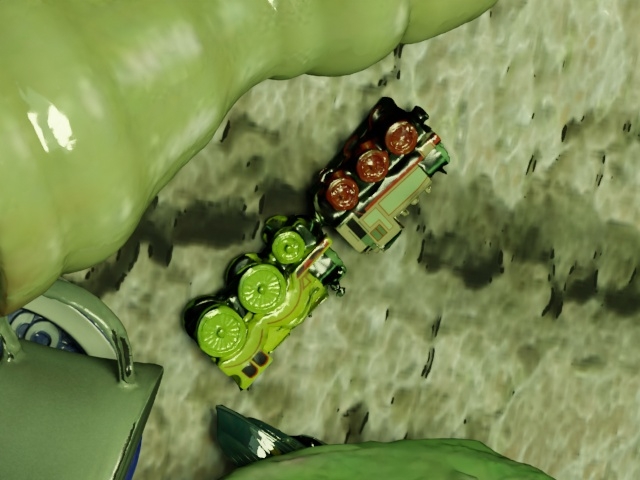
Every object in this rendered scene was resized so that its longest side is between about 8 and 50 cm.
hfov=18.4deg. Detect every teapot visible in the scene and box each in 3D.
[{"bbox_3d":[-0.201,0.128,1.354,0.149,0.162,0.239,22,121,1],"label":"teapot"}]

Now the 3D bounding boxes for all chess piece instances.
[{"bbox_3d":[-0.092,-0.149,1.318,0.442,0.234,0.234,-31,103,-25],"label":"chess piece"}]

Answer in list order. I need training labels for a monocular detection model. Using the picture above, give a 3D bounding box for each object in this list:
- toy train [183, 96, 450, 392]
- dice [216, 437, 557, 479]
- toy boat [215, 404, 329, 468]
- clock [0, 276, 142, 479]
[{"bbox_3d":[0.000,0.000,1.492,0.085,0.053,0.250,43,90,-21],"label":"toy train"},{"bbox_3d":[0.056,0.346,1.389,0.330,0.318,0.322,-4,118,-7],"label":"dice"},{"bbox_3d":[-0.027,0.170,1.510,0.141,0.055,0.060,38,70,-13],"label":"toy boat"},{"bbox_3d":[-0.248,0.129,1.459,0.230,0.083,0.230,-2,98,-11],"label":"clock"}]
